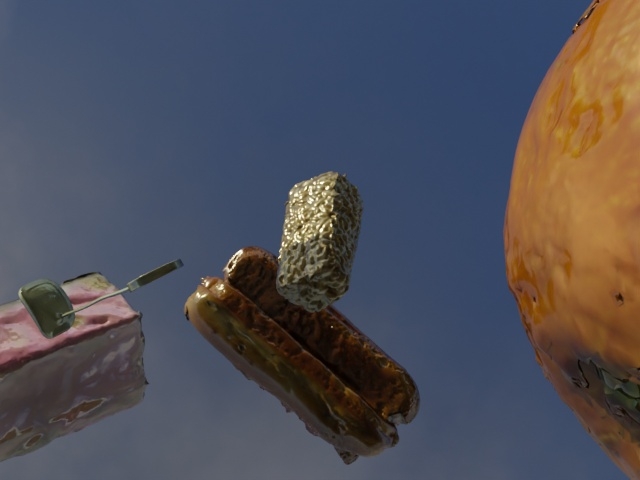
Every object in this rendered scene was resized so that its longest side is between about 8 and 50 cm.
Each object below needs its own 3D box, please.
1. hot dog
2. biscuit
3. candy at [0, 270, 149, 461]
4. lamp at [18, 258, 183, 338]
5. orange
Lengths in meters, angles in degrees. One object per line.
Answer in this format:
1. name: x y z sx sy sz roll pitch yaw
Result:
1. hot dog: -0.026 0.156 1.419 0.349 0.117 0.158 39 -125 12
2. biscuit: 0.000 0.000 1.162 0.070 0.082 0.168 44 -145 -32
3. candy: -0.336 0.153 1.198 0.265 0.155 0.116 -21 -139 -31
4. lamp: -0.194 0.038 0.919 0.050 0.198 0.056 -26 -88 -49
5. orange: 0.189 -0.005 0.377 0.246 0.246 0.246 3 -107 -11
